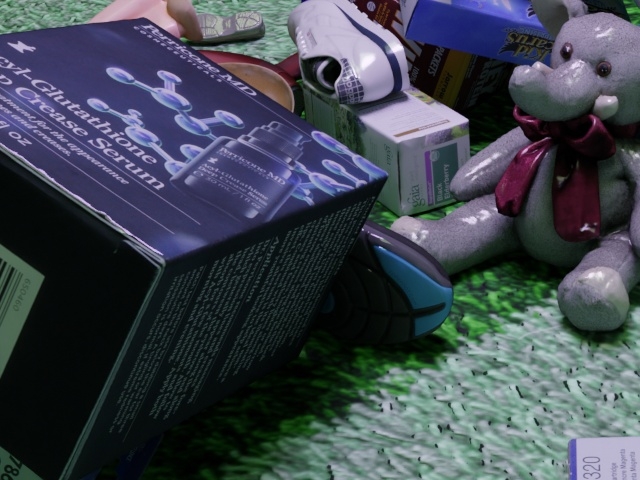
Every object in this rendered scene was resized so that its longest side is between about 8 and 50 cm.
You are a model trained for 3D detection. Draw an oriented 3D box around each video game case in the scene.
[{"bbox_3d":[0.224,-0.294,1.853,0.270,0.061,0.244,11,38,-11],"label":"video game case"}]

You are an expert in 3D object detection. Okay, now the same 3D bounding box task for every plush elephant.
[{"bbox_3d":[0.257,-0.102,1.537,0.330,0.255,0.272,-27,34,-34],"label":"plush elephant"}]

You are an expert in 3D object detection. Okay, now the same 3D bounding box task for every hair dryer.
[{"bbox_3d":[-0.043,-0.203,2.013,0.294,0.080,0.223,6,22,-4],"label":"hair dryer"}]

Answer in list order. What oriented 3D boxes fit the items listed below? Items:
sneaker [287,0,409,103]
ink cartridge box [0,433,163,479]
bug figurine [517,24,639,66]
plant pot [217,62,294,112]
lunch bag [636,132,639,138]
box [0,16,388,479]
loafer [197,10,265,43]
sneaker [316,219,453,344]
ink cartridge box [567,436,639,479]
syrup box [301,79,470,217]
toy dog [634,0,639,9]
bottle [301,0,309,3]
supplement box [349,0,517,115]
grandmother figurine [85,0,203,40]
[{"bbox_3d":[0.008,-0.219,1.804,0.095,0.090,0.235,-27,31,-16],"label":"sneaker"},{"bbox_3d":[-0.289,0.110,1.291,0.333,0.065,0.165,27,30,-2],"label":"ink cartridge box"},{"bbox_3d":[0.324,-0.273,2.054,0.216,0.072,0.279,-23,32,-29],"label":"bug figurine"},{"bbox_3d":[-0.141,-0.124,1.853,0.236,0.032,0.236,-11,40,10],"label":"plant pot"},{"bbox_3d":[0.447,-0.155,1.774,0.293,0.138,0.221,-3,26,34],"label":"lunch bag"},{"bbox_3d":[-0.176,-0.014,1.302,0.294,0.212,0.395,33,23,16],"label":"box"},{"bbox_3d":[-0.140,-0.299,2.251,0.125,0.039,0.045,-4,60,11],"label":"loafer"},{"bbox_3d":[0.000,0.000,1.543,0.341,0.125,0.140,18,31,35],"label":"sneaker"},{"bbox_3d":[0.335,0.243,1.060,0.330,0.071,0.324,-4,28,11],"label":"ink cartridge box"},{"bbox_3d":[0.073,-0.119,1.786,0.096,0.093,0.237,-18,29,-22],"label":"syrup box"},{"bbox_3d":[0.347,-0.386,1.736,0.408,0.284,0.395,35,36,20],"label":"toy dog"},{"bbox_3d":[0.119,-0.319,2.163,0.283,0.092,0.118,-8,26,-4],"label":"bottle"},{"bbox_3d":[0.131,-0.260,1.929,0.194,0.129,0.191,33,38,19],"label":"supplement box"},{"bbox_3d":[-0.325,-0.212,1.982,0.342,0.104,0.208,-31,13,-15],"label":"grandmother figurine"}]
